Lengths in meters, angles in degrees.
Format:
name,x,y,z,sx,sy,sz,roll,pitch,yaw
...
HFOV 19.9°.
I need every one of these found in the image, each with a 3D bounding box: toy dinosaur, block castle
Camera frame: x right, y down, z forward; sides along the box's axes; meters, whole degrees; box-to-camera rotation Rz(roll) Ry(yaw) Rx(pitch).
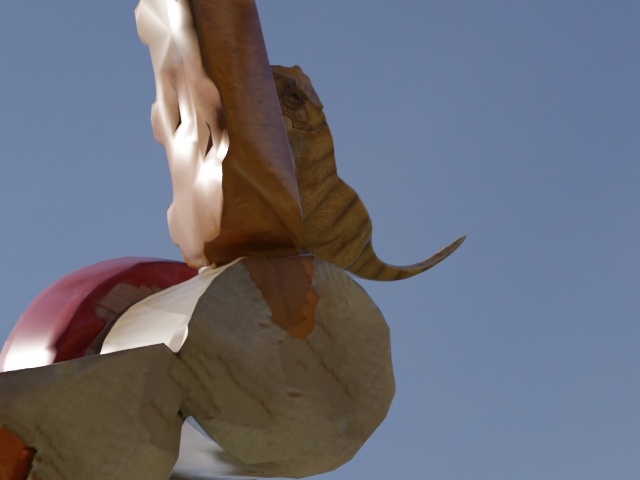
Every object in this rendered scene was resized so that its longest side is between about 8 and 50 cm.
name,x,y,z,sx,sy,sz,roll,pitch,yaw
toy dinosaur,0.000,0.000,0.828,0.112,0.064,0.211,-25,-30,7
block castle,-0.226,-0.030,0.455,0.453,0.303,0.213,-9,-5,-22
